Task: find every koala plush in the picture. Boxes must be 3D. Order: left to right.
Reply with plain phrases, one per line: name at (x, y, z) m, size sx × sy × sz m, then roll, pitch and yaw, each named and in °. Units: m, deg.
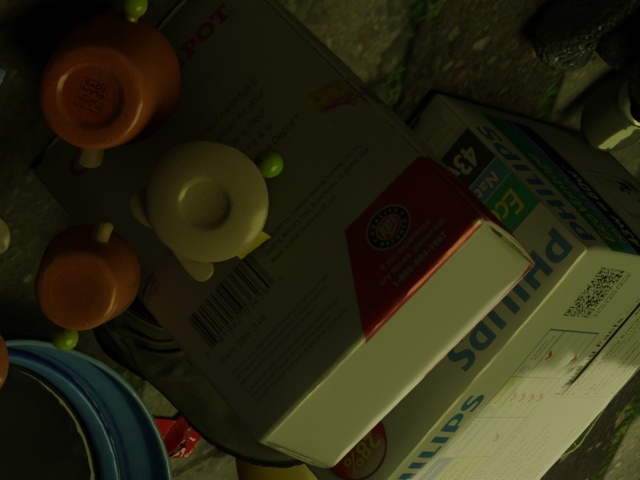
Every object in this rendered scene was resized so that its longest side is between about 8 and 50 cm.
koala plush at (0.349, -0.184, 1.910) m, size 0.203 × 0.196 × 0.221 m, roll -53°, pitch 151°, yaw -3°

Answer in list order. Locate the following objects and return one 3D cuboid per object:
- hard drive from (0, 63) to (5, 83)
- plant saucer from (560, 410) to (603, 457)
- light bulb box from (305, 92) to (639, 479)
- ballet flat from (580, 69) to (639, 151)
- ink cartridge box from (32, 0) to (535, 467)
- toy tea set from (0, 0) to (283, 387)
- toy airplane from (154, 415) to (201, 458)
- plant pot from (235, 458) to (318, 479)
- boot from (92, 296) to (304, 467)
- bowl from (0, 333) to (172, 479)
hard drive at (-0.358, -0.075, 1.222) m, size 0.210 × 0.040 × 0.319 m, roll -48°, pitch 154°, yaw 10°
plant saucer at (0.268, 0.200, 2.254) m, size 0.188 × 0.045 × 0.188 m, roll -19°, pitch 147°, yaw -44°
light bulb box at (0.159, 0.074, 1.978) m, size 0.358 × 0.225 × 0.361 m, roll -51°, pitch 153°, yaw 17°
ballet flat at (0.355, -0.163, 2.067) m, size 0.213 × 0.072 × 0.068 m, roll -33°, pitch 179°, yaw -31°
ink cartridge box at (-0.030, -0.020, 1.461) m, size 0.226 × 0.306 × 0.131 m, roll -45°, pitch 150°, yaw 7°
toy tea set at (-0.193, -0.018, 1.421) m, size 0.336 × 0.200 × 0.124 m, roll -34°, pitch -173°, yaw 13°
toy airplane at (-0.166, 0.217, 1.958) m, size 0.151 × 0.028 × 0.151 m, roll -34°, pitch 154°, yaw -19°
plant pot at (-0.034, 0.204, 2.038) m, size 0.134 × 0.134 × 0.095 m, roll -36°, pitch 129°, yaw -16°
boot at (-0.107, 0.091, 1.608) m, size 0.083 × 0.246 × 0.161 m, roll -55°, pitch 162°, yaw -15°
bowl at (-0.289, 0.260, 1.605) m, size 0.391 × 0.077 × 0.391 m, roll -17°, pitch 114°, yaw -43°
